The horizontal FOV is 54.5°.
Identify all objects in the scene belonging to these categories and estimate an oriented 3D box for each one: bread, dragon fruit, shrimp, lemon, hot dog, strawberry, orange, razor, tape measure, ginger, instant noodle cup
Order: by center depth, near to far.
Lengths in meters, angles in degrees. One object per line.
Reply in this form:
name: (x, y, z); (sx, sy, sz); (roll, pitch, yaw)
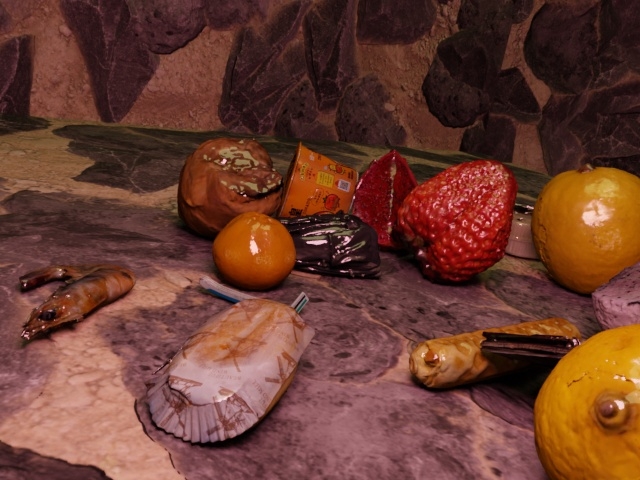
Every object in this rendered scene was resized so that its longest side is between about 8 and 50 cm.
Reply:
lemon: (0.361, 0.203, 0.665); (0.253, 0.228, 0.228); (-7, 23, -25)
hot dog: (-0.107, 0.161, 0.805); (0.163, 0.082, 0.270); (6, 23, 17)
shrimp: (-0.404, 0.080, 0.954); (0.169, 0.058, 0.296); (5, 13, 9)
bread: (0.288, 0.173, 0.983); (0.367, 0.084, 0.077); (-1, 60, -35)
razor: (-0.121, 0.098, 1.066); (0.191, 0.037, 0.068); (12, 21, 14)
dragon fruit: (0.626, 0.147, 1.084); (0.283, 0.204, 0.221); (-22, 4, -33)
orange: (-0.123, 0.017, 1.159); (0.159, 0.136, 0.159); (11, 20, -4)
ginger: (-0.208, -0.096, 1.364); (0.200, 0.223, 0.269); (0, 40, -24)
strawberry: (0.313, -0.051, 1.369); (0.250, 0.288, 0.238); (40, 18, 21)
lemon: (0.630, -0.023, 1.432); (0.297, 0.297, 0.297); (9, 17, -3)
dragon fruit: (0.187, -0.063, 1.588); (0.211, 0.262, 0.134); (29, -33, -34)
instant noodle cup: (-0.009, -0.125, 1.588); (0.172, 0.215, 0.216); (17, 16, -9)
tape measure: (0.573, -0.045, 1.759); (0.231, 0.133, 0.271); (4, 15, -17)

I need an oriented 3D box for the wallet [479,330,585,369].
wallet: (0.397, 0.177, 0.896); (0.317, 0.044, 0.169); (16, -12, -31)

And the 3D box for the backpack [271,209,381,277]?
backpack: (0.000, 0.000, 1.322); (0.258, 0.133, 0.206); (0, 15, -9)
